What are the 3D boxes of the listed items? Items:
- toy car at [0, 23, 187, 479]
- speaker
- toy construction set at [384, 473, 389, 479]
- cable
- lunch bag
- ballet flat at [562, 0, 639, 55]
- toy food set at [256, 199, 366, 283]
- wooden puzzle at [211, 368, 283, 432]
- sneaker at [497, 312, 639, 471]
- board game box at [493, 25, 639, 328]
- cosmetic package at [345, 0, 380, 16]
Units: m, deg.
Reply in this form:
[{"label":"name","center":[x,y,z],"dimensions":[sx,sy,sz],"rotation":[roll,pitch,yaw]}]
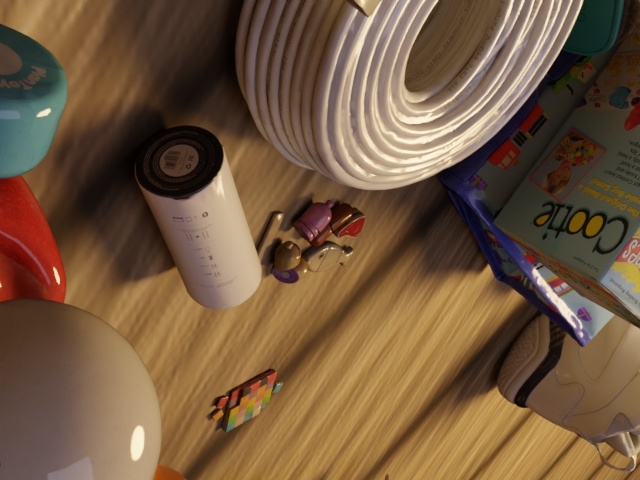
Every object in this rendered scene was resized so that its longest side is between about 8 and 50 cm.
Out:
[{"label":"toy car","center":[-0.157,0.066,0.446],"dimensions":[0.210,0.238,0.219],"rotation":[-20,145,-53]},{"label":"speaker","center":[-0.075,-0.010,0.700],"dimensions":[0.055,0.055,0.136],"rotation":[-41,151,-17]},{"label":"toy construction set","center":[0.001,0.331,1.091],"dimensions":[0.309,0.258,0.237],"rotation":[-45,147,-57]},{"label":"cable","center":[0.066,-0.145,0.701],"dimensions":[0.257,0.089,0.257],"rotation":[-41,151,-17]},{"label":"lunch bag","center":[0.239,-0.069,1.028],"dimensions":[0.221,0.138,0.293],"rotation":[-47,141,-3]},{"label":"ballet flat","center":[0.209,-0.275,0.751],"dimensions":[0.124,0.116,0.342],"rotation":[-61,158,-25]},{"label":"toy food set","center":[0.000,0.000,0.858],"dimensions":[0.122,0.019,0.078],"rotation":[-11,133,-50]},{"label":"wooden puzzle","center":[-0.062,0.139,0.951],"dimensions":[0.083,0.006,0.049],"rotation":[-25,143,-39]},{"label":"sneaker","center":[0.403,0.104,1.367],"dimensions":[0.366,0.210,0.137],"rotation":[-54,152,7]},{"label":"board game box","center":[0.303,-0.070,0.917],"dimensions":[0.142,0.144,0.275],"rotation":[36,91,-34]},{"label":"cosmetic package","center":[0.048,-0.278,0.493],"dimensions":[0.309,0.113,0.160],"rotation":[-54,152,6]}]
